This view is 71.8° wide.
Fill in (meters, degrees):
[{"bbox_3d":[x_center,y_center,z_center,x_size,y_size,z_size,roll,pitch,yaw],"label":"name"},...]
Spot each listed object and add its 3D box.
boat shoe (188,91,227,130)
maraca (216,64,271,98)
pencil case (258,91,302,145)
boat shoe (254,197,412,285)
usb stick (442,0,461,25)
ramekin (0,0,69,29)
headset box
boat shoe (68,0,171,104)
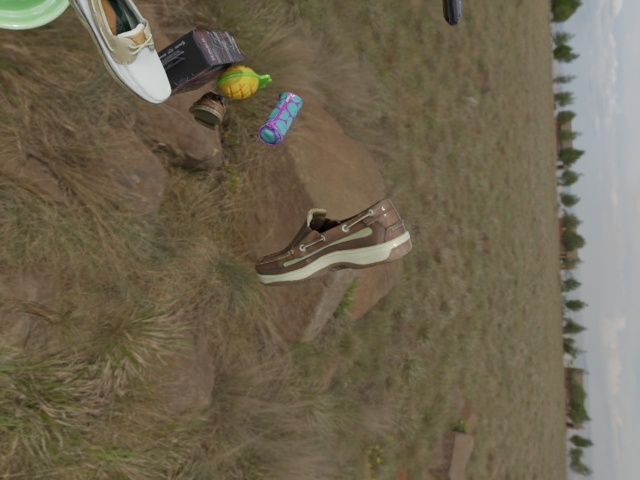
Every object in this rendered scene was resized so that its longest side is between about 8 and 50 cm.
[{"bbox_3d":[-0.373,-0.452,1.489,0.110,0.307,0.104,24,90,-20],"label":"boat shoe"},{"bbox_3d":[-0.246,-0.509,1.425,0.185,0.127,0.099,-14,93,-38],"label":"maraca"},{"bbox_3d":[-0.100,-0.306,1.102,0.070,0.064,0.152,100,10,-56],"label":"pencil case"},{"bbox_3d":[0.004,-0.002,0.651,0.095,0.257,0.095,-37,109,-60],"label":"boat shoe"},{"bbox_3d":[0.299,-0.647,1.031,0.278,0.045,0.077,62,21,-50],"label":"usb stick"},{"bbox_3d":[-0.709,-0.642,0.964,0.303,0.148,0.303,-22,139,-21],"label":"ramekin"},{"bbox_3d":[-0.391,-0.540,1.350,0.110,0.218,0.293,62,23,-17],"label":"headset box"},{"bbox_3d":[-0.428,-0.440,0.973,0.113,0.103,0.302,-56,130,-30],"label":"boat shoe"}]
